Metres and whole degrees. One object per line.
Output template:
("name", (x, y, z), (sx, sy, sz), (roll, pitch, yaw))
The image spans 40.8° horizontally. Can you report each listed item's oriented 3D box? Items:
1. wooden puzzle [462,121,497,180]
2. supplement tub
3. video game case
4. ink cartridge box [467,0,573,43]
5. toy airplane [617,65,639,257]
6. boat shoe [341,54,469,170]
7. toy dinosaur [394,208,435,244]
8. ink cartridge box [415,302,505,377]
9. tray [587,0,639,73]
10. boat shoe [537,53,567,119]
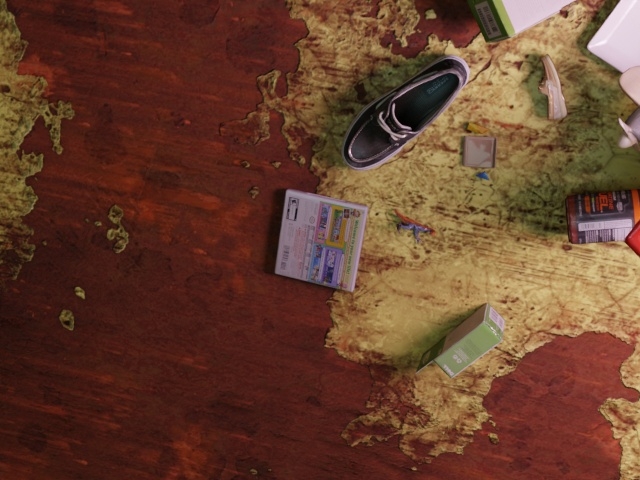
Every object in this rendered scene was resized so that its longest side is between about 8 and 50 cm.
("wooden puzzle", (0.339, -0.190, 1.835), (0.078, 0.014, 0.116), (13, 112, 15))
("supplement tub", (0.606, -0.050, 1.765), (0.198, 0.106, 0.106), (-5, 108, 16))
("video game case", (0.000, 0.000, 1.989), (0.193, 0.023, 0.212), (13, 112, 10))
("ink cartridge box", (0.407, -0.522, 1.660), (0.255, 0.097, 0.189), (-29, 102, -12))
("toy airplane", (0.733, -0.132, 1.562), (0.384, 0.272, 0.386), (1, 74, 4))
("boat shoe", (0.163, -0.264, 1.796), (0.121, 0.119, 0.335), (46, 114, -4))
("toy dinosaur", (0.212, -0.031, 1.914), (0.082, 0.047, 0.090), (-9, 97, -1))
("ink cartridge box", (0.317, 0.241, 1.946), (0.062, 0.109, 0.209), (46, 114, -4))
("tray", (0.650, -0.445, 1.649), (0.145, 0.030, 0.270), (34, 114, 0))
("boat shoe", (0.462, -0.307, 1.738), (0.045, 0.050, 0.135), (-16, 105, 14))
